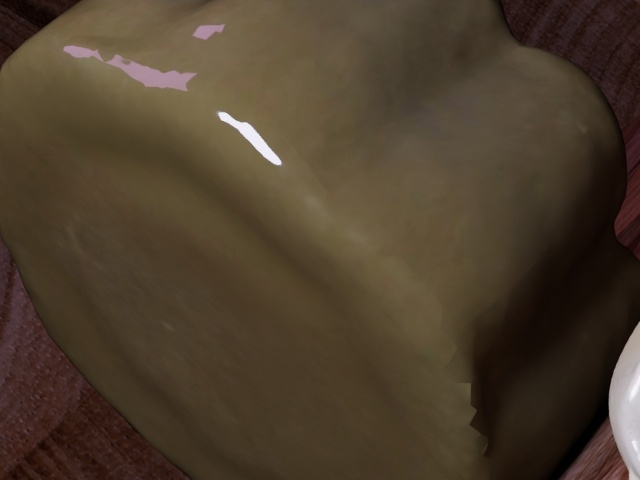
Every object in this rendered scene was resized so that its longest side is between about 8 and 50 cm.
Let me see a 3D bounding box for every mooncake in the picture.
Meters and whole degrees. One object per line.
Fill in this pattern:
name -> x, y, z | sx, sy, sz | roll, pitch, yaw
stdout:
mooncake -> 0.000, 0.000, 1.008 | 0.201, 0.378, 0.378 | -41, -6, -30

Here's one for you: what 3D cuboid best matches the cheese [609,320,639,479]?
cheese -> 0.155, 0.003, 0.523 | 0.163, 0.071, 0.249 | -50, -4, 16
